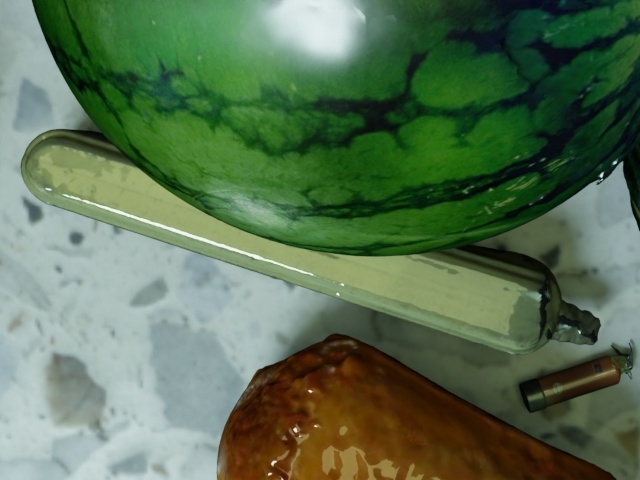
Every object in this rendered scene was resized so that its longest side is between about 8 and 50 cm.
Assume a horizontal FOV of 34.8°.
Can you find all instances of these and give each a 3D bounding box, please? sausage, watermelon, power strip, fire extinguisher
[{"bbox_3d":[0.066,0.163,0.644,0.268,0.153,0.141,28,86,-1],"label":"sausage"},{"bbox_3d":[0.025,-0.155,0.542,0.363,0.363,0.363,0,91,1],"label":"watermelon"},{"bbox_3d":[0.000,0.000,0.671,0.388,0.092,0.066,18,94,0],"label":"power strip"},{"bbox_3d":[0.180,0.094,0.707,0.083,0.022,0.028,-19,61,1],"label":"fire extinguisher"}]

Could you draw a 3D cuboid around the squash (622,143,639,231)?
[{"bbox_3d":[0.305,-0.060,0.594,0.252,0.165,0.252,5,132,5],"label":"squash"}]
